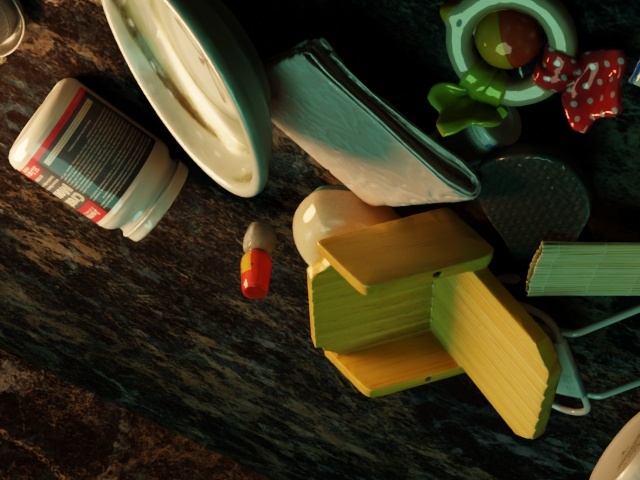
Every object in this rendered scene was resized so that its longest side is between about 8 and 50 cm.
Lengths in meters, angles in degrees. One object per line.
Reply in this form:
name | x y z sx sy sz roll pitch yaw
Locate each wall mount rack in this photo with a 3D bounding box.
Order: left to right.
wall mount rack | 0.444 0.172 1.903 0.304 0.130 0.350 11 149 34

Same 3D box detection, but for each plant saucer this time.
plant saucer | -0.172 -0.253 1.619 0.400 0.100 0.400 48 162 21

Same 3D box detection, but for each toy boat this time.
toy boat | 0.000 0.000 1.944 0.318 0.148 0.267 -15 139 21

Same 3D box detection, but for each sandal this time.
sandal | 0.329 -0.057 1.644 0.167 0.107 0.446 14 163 20

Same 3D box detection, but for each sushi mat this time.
sushi mat | 0.465 0.044 1.645 0.316 0.019 0.151 0 151 2

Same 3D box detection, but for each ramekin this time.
ramekin | 0.602 0.420 2.053 0.127 0.273 0.273 37 153 5

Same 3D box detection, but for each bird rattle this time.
bird rattle | 0.248 -0.222 1.389 0.253 0.143 0.207 -2 125 38

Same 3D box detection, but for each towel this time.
towel | 0.045 -0.160 1.630 0.317 0.053 0.332 40 168 -16

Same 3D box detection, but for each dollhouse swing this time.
dollhouse swing | 0.174 0.182 1.822 0.315 0.305 0.347 -14 145 -9

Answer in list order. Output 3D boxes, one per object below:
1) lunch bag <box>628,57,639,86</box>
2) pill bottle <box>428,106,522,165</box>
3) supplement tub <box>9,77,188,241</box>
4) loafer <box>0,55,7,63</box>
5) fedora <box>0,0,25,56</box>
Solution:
lunch bag | 0.436 -0.224 1.257 0.128 0.096 0.151 25 138 8
pill bottle | 0.213 -0.148 1.586 0.078 0.078 0.137 36 151 -17
supplement tub | -0.392 -0.141 1.996 0.272 0.191 0.191 36 151 -17
loafer | -0.629 -0.349 1.997 0.148 0.050 0.056 10 153 -1
fedora | -0.628 -0.376 1.839 0.275 0.124 0.244 28 144 -4
